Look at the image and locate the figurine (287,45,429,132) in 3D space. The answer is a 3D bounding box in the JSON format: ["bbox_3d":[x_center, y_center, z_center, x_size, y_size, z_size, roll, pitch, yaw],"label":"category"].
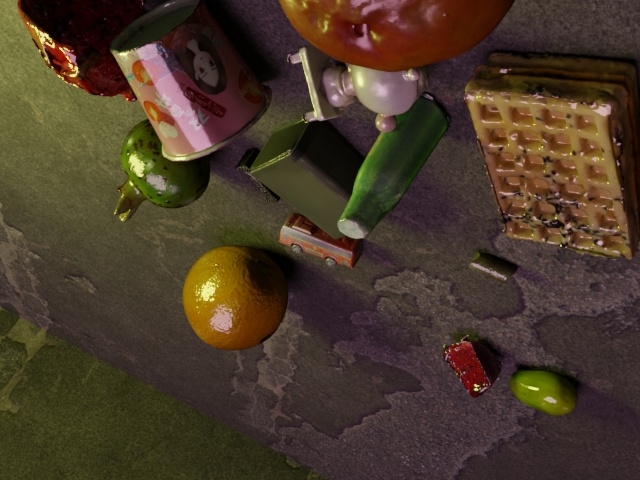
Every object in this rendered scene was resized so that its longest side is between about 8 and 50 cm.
[{"bbox_3d":[0.078,-0.282,1.616,0.257,0.181,0.145,-6,170,44],"label":"figurine"}]

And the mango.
[{"bbox_3d":[0.529,0.356,2.259,0.163,0.089,0.117,13,156,49],"label":"mango"}]

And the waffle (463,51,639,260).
[{"bbox_3d":[0.395,-0.133,1.587,0.261,0.114,0.376,10,145,29],"label":"waffle"}]

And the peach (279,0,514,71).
[{"bbox_3d":[0.102,-0.384,1.270,0.343,0.301,0.342,23,149,15],"label":"peach"}]

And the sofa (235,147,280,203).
[{"bbox_3d":[-0.127,-0.140,2.088,0.039,0.060,0.118,-13,130,45],"label":"sofa"}]

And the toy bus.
[{"bbox_3d":[0.000,0.000,2.192,0.192,0.065,0.077,21,138,14],"label":"toy bus"}]

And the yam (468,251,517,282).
[{"bbox_3d":[0.357,0.058,1.985,0.094,0.043,0.043,26,150,9],"label":"yam"}]

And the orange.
[{"bbox_3d":[-0.211,0.139,2.388,0.274,0.274,0.274,22,149,14],"label":"orange"}]

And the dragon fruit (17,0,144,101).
[{"bbox_3d":[-0.419,-0.384,1.869,0.240,0.302,0.330,-15,144,15],"label":"dragon fruit"}]

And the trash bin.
[{"bbox_3d":[0.006,-0.125,1.939,0.240,0.122,0.164,40,148,-21],"label":"trash bin"}]

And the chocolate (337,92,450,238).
[{"bbox_3d":[0.120,-0.123,1.665,0.110,0.291,0.110,25,151,15],"label":"chocolate"}]

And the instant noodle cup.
[{"bbox_3d":[-0.246,-0.307,1.776,0.243,0.243,0.231,1,133,41],"label":"instant noodle cup"}]

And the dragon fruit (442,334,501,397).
[{"bbox_3d":[0.375,0.289,2.292,0.102,0.096,0.147,-37,80,48],"label":"dragon fruit"}]

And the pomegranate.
[{"bbox_3d":[-0.359,-0.151,2.098,0.211,0.263,0.211,49,173,8],"label":"pomegranate"}]
